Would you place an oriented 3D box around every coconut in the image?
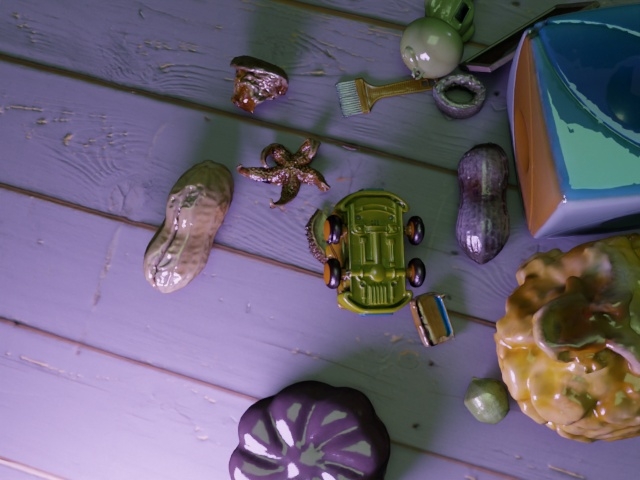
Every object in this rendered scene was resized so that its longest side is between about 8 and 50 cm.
[{"bbox_3d":[0.317,0.302,1.523,0.087,0.088,0.096,-30,85,0],"label":"coconut"}]

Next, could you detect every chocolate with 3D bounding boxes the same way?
[{"bbox_3d":[0.323,-0.077,1.582,0.110,0.110,0.248,0,79,6],"label":"chocolate"}]

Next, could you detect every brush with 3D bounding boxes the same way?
[{"bbox_3d":[0.144,-0.319,1.693,0.218,0.010,0.083,-11,78,3],"label":"brush"}]

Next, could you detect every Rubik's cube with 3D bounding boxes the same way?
[{"bbox_3d":[0.543,-0.206,1.458,0.351,0.347,0.352,-10,78,4],"label":"Rubik's cube"}]

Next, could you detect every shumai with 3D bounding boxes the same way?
[{"bbox_3d":[-0.136,-0.323,1.682,0.145,0.145,0.116,20,104,9],"label":"shumai"}]

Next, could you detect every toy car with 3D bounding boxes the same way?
[{"bbox_3d":[0.092,0.027,1.567,0.200,0.142,0.248,4,82,-18],"label":"toy car"}]

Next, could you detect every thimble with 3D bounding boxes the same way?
[{"bbox_3d":[0.285,-0.300,1.648,0.110,0.062,0.084,16,80,8],"label":"thimble"}]

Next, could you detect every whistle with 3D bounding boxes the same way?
[{"bbox_3d":[0.251,-0.452,1.665,0.141,0.141,0.294,19,63,9],"label":"whistle"}]

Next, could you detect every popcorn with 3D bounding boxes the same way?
[{"bbox_3d":[0.506,0.176,1.416,0.390,0.344,0.354,13,123,-14],"label":"popcorn"}]

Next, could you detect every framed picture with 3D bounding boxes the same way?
[{"bbox_3d":[0.412,-0.408,1.602,0.250,0.184,0.016,-32,106,1],"label":"framed picture"}]

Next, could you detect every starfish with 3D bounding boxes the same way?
[{"bbox_3d":[-0.076,-0.136,1.649,0.189,0.074,0.146,-7,78,5],"label":"starfish"}]

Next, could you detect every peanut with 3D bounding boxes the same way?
[{"bbox_3d":[-0.268,-0.029,1.625,0.130,0.130,0.290,21,85,9],"label":"peanut"}]

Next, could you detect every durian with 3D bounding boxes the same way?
[{"bbox_3d":[0.002,-0.003,1.628,0.066,0.052,0.130,-20,78,0],"label":"durian"}]

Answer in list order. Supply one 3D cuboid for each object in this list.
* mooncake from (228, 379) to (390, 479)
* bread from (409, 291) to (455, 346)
[{"bbox_3d":[-0.018,0.410,1.507,0.306,0.154,0.306,-1,82,8],"label":"mooncake"},{"bbox_3d":[0.218,0.156,1.579,0.072,0.053,0.106,-14,80,-20],"label":"bread"}]
